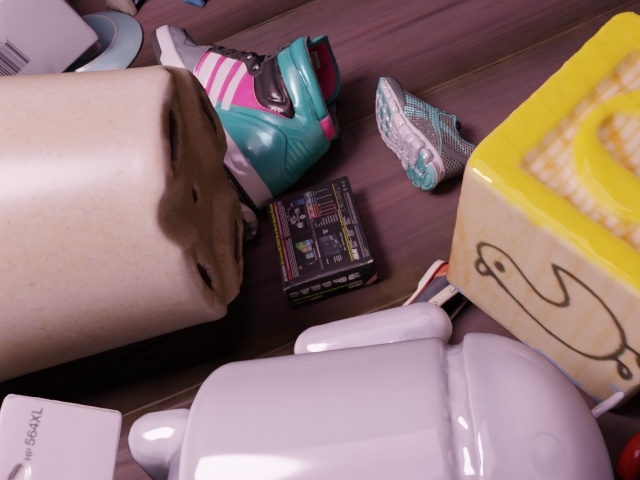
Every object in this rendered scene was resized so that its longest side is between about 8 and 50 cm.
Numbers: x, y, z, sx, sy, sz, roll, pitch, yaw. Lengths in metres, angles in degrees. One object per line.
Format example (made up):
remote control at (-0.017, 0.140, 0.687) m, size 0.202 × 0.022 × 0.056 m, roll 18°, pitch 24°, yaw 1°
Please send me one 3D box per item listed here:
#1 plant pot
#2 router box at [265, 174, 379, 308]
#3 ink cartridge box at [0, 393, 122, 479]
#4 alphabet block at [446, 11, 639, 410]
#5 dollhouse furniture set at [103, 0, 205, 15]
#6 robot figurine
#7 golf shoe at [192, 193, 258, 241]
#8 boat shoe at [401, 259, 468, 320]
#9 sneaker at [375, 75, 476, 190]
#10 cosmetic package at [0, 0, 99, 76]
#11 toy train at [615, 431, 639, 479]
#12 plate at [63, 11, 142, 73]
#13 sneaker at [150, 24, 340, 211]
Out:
plant pot at (-0.242, -0.018, 0.681) m, size 0.306 × 0.334 × 0.333 m, roll -9°, pitch 52°, yaw 9°
router box at (0.000, 0.000, 0.777) m, size 0.092 × 0.038 × 0.122 m, roll -17°, pitch 51°, yaw 4°
ink cartridge box at (-0.215, 0.226, 0.562) m, size 0.086 × 0.203 × 0.148 m, roll 14°, pitch 50°, yaw -20°
alphabet block at (0.232, -0.016, 0.593) m, size 0.192 × 0.197 × 0.193 m, roll 39°, pitch 72°, yaw 22°
dollhouse furniture set at (-0.235, -0.407, 1.099) m, size 0.184 × 0.129 × 0.129 m, roll 25°, pitch 65°, yaw 31°
robot figurine at (0.041, 0.172, 0.530) m, size 0.354 × 0.199 × 0.300 m, roll -8°, pitch 51°, yaw 12°
golf shoe at (-0.131, -0.056, 0.845) m, size 0.176 × 0.069 × 0.086 m, roll 20°, pitch 56°, yaw 27°
boat shoe at (0.095, 0.075, 0.688) m, size 0.043 × 0.049 × 0.137 m, roll 23°, pitch 59°, yaw 28°
sneaker at (0.113, -0.121, 0.831) m, size 0.076 × 0.065 × 0.166 m, roll -14°, pitch 53°, yaw -14°
cosmetic package at (-0.464, -0.292, 1.054) m, size 0.224 × 0.138 × 0.224 m, roll -42°, pitch 54°, yaw 0°
toy train at (0.313, 0.087, 0.546) m, size 0.105 × 0.143 × 0.248 m, roll 28°, pitch 66°, yaw 32°
plate at (-0.348, -0.276, 1.103) m, size 0.188 × 0.024 × 0.188 m, roll -9°, pitch 51°, yaw 11°
sneaker at (-0.071, -0.186, 0.882) m, size 0.178 × 0.124 × 0.295 m, roll -33°, pitch 59°, yaw -2°
